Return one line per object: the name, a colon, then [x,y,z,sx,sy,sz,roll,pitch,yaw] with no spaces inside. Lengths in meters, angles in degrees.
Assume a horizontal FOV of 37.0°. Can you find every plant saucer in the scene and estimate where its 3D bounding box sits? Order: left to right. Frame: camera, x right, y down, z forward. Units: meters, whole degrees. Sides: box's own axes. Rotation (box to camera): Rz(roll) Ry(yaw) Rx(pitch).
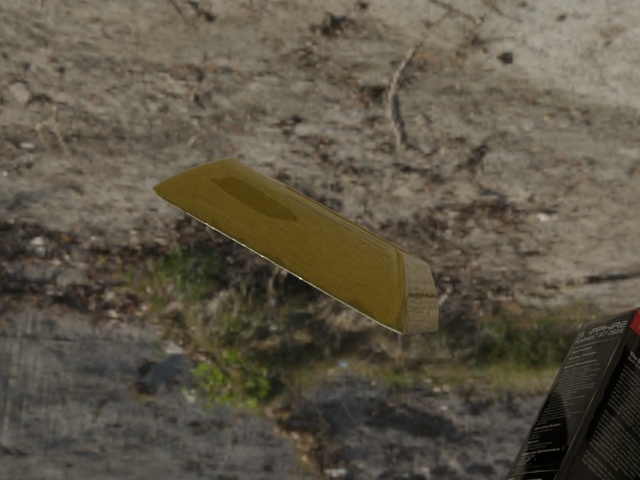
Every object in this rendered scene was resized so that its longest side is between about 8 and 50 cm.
plant saucer: [0.000,0.000,1.187,0.332,0.081,0.332,29,-177,14]

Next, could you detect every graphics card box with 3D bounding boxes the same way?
graphics card box: [0.310,0.282,0.997,0.233,0.371,0.094,45,145,-13]
